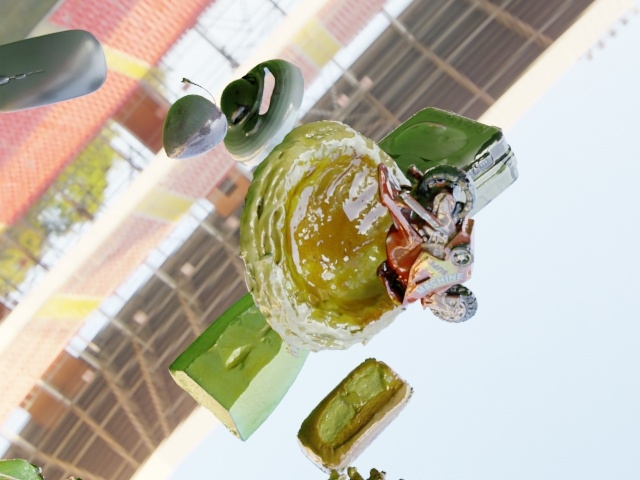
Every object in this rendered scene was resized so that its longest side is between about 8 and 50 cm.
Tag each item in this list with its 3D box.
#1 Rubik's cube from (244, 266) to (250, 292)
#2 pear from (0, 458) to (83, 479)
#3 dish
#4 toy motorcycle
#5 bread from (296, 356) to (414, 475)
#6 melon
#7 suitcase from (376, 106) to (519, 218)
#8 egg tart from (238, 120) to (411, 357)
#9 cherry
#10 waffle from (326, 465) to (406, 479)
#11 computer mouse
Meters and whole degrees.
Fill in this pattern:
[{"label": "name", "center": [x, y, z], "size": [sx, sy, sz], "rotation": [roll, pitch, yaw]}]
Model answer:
[{"label": "Rubik's cube", "center": [-0.058, 0.115, 2.371], "size": [0.254, 0.254, 0.254], "rotation": [-42, -159, 19]}, {"label": "pear", "center": [-0.439, 0.342, 1.302], "size": [0.292, 0.292, 0.159], "rotation": [-12, -117, 60]}, {"label": "dish", "center": [-0.172, -0.324, 2.498], "size": [0.273, 0.134, 0.273], "rotation": [-30, -132, 40]}, {"label": "toy motorcycle", "center": [0.166, 0.012, 1.638], "size": [0.171, 0.298, 0.089], "rotation": [8, -143, 20]}, {"label": "bread", "center": [0.076, 0.405, 2.408], "size": [0.288, 0.152, 0.119], "rotation": [-42, 160, -23]}, {"label": "melon", "center": [-0.103, 0.180, 1.897], "size": [0.323, 0.196, 0.124], "rotation": [-48, 173, -9]}, {"label": "suitcase", "center": [0.276, -0.175, 2.621], "size": [0.339, 0.194, 0.351], "rotation": [-38, -146, -17]}, {"label": "egg tart", "center": [0.000, 0.000, 1.714], "size": [0.169, 0.388, 0.388], "rotation": [2, -128, 49]}, {"label": "cherry", "center": [-0.277, -0.240, 2.124], "size": [0.188, 0.115, 0.148], "rotation": [34, -79, 29]}, {"label": "waffle", "center": [0.131, 0.564, 1.955], "size": [0.069, 0.260, 0.293], "rotation": [-51, -149, 40]}, {"label": "computer mouse", "center": [-0.494, -0.298, 1.851], "size": [0.232, 0.120, 0.057], "rotation": [-12, -167, -3]}]
